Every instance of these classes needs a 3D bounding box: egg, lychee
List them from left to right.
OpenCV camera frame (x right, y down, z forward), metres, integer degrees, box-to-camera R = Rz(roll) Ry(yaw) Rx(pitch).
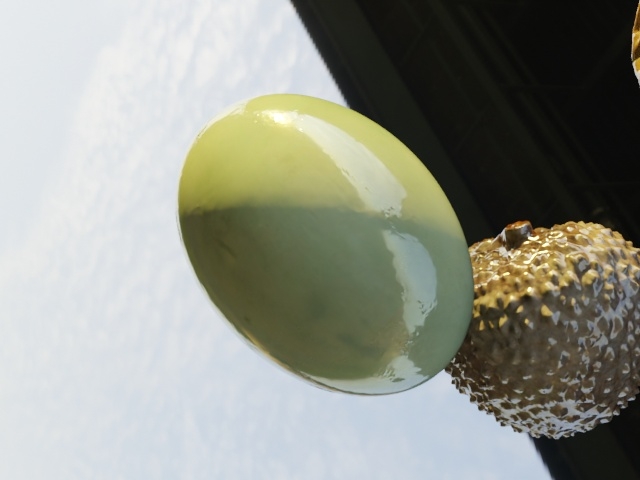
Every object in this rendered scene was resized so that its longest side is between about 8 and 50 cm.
[{"bbox_3d":[0.000,0.000,1.071,0.389,0.276,0.276,46,-49,24],"label":"egg"},{"bbox_3d":[0.281,0.110,1.232,0.300,0.300,0.299,9,-79,56],"label":"lychee"}]

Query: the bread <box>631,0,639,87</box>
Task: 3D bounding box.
[{"bbox_3d":[0.409,-0.238,0.933,0.253,0.143,0.227,114,-6,-63],"label":"bread"}]
